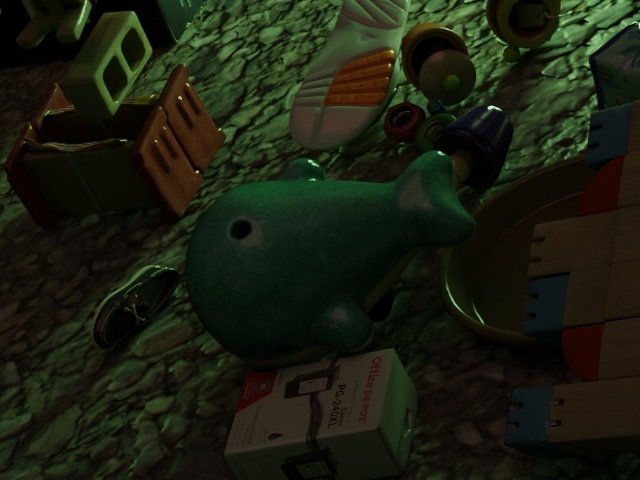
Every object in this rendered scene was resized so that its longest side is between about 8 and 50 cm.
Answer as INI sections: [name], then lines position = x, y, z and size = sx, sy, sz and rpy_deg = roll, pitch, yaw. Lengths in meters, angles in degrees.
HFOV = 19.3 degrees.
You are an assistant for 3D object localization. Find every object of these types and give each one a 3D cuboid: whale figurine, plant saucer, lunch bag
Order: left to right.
[whale figurine]
position = 0.000, 0.000, 1.722
size = 0.272, 0.141, 0.216
rpy_deg = -25, 55, 13
[plant saucer]
position = 0.245, 0.011, 1.749
size = 0.278, 0.041, 0.278
rpy_deg = -19, 33, 13
[lunch bag]
position = 0.366, -0.180, 1.892
size = 0.151, 0.096, 0.129
rpy_deg = -37, 40, -29

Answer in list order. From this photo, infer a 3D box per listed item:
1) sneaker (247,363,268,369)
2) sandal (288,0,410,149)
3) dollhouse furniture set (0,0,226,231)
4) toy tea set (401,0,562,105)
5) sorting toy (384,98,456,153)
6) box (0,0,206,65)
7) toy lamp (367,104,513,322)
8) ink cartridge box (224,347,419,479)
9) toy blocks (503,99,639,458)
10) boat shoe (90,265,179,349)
[sneaker]
position = -0.032, 0.035, 1.858
size = 0.087, 0.092, 0.229
rpy_deg = -7, 38, 25
[sandal]
position = 0.051, -0.192, 2.142
size = 0.102, 0.076, 0.265
rpy_deg = 11, 58, 21
[dollhouse furniture set]
position = -0.283, -0.191, 2.101
size = 0.201, 0.374, 0.152
rpy_deg = -3, 43, 29
[toy tea set]
position = 0.200, -0.298, 2.034
size = 0.200, 0.336, 0.124
rpy_deg = 10, 19, -12
[sorting toy]
position = 0.117, -0.118, 2.033
size = 0.102, 0.042, 0.061
rpy_deg = 29, 75, 39
[box]
position = -0.305, -0.412, 2.614
size = 0.343, 0.179, 0.312
rpy_deg = -4, 37, 30
[toy lamp]
position = 0.109, -0.034, 1.878
size = 0.080, 0.080, 0.275
rpy_deg = 6, 47, 40
[ink cartridge box]
position = 0.003, 0.162, 1.677
size = 0.150, 0.063, 0.109
rpy_deg = -12, 34, 21
[toy blocks]
position = 0.276, 0.032, 1.518
size = 0.261, 0.190, 0.381
rpy_deg = -12, 62, 51
[boat shoe]
position = -0.192, 0.069, 1.968
size = 0.038, 0.046, 0.125
rpy_deg = -3, 30, 40
